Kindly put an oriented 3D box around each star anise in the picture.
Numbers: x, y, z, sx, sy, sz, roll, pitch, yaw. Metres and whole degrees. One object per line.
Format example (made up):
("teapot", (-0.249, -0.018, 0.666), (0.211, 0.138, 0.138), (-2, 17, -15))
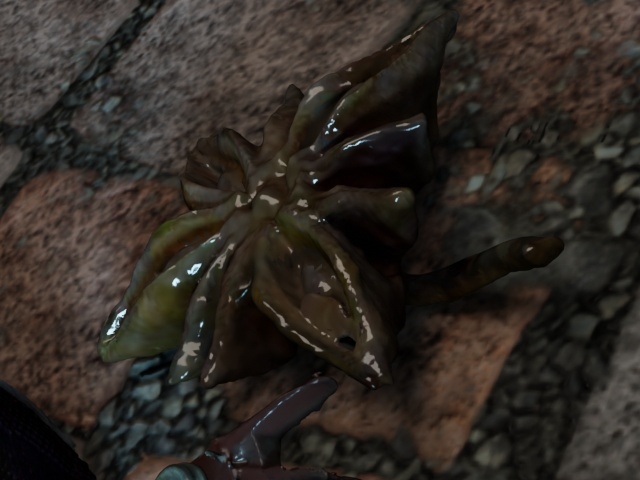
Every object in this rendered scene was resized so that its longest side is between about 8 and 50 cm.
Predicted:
("star anise", (-0.001, -0.002, 1.113), (0.349, 0.109, 0.292), (-27, 47, 29))

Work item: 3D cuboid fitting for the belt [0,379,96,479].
("belt", (-0.278, 0.153, 1.127), (0.289, 0.164, 0.184), (15, 72, 44))

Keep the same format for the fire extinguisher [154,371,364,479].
("fire extinguisher", (-0.032, 0.230, 0.837), (0.147, 0.106, 0.337), (-13, 66, 29))
